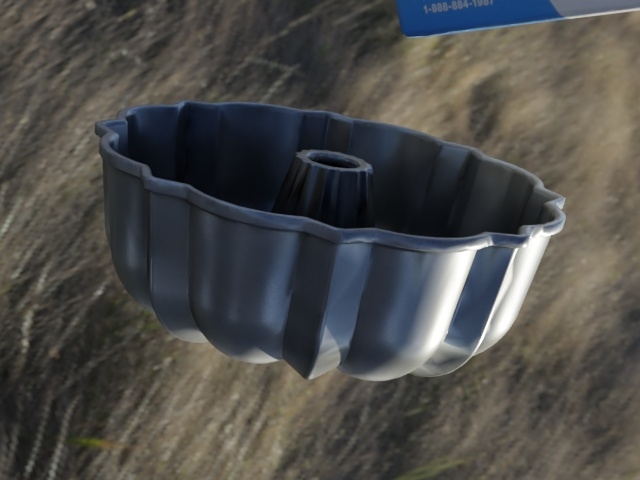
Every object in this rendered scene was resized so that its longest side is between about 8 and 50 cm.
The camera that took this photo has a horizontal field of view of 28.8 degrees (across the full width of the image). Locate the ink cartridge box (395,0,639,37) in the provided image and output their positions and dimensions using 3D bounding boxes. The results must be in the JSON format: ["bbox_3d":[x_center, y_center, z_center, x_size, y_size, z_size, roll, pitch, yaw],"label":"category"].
[{"bbox_3d":[0.163,-0.344,0.772,0.166,0.285,0.394,-21,105,-38],"label":"ink cartridge box"}]

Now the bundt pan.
[{"bbox_3d":[0.000,0.000,0.883,0.331,0.331,0.124,-31,133,-63],"label":"bundt pan"}]
